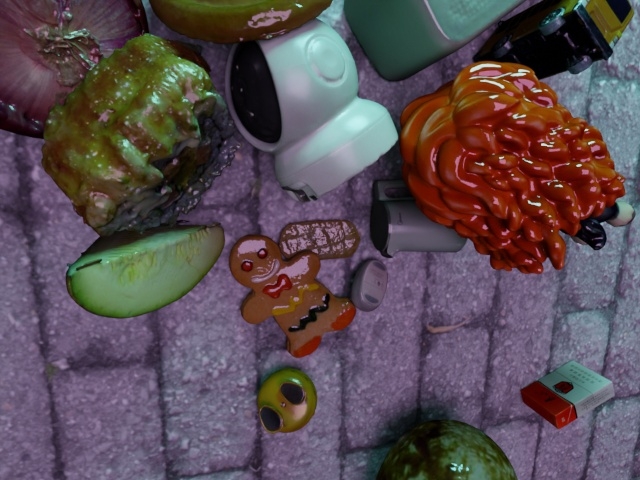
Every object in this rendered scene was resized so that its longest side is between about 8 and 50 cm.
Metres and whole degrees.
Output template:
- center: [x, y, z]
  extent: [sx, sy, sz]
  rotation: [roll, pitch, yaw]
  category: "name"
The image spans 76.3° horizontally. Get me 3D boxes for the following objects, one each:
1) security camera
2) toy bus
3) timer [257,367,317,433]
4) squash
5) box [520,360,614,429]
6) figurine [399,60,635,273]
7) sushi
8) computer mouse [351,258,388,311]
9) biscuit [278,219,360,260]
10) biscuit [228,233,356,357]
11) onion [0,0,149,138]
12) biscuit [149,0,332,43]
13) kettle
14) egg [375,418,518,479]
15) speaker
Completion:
- center: [-0.023, -0.195, 0.572]
  extent: [0.194, 0.194, 0.236]
  rotation: [-35, 108, -6]
  category: "security camera"
- center: [0.360, -0.324, 0.652]
  extent: [0.098, 0.201, 0.114]
  rotation: [39, 81, -19]
  category: "toy bus"
- center: [-0.056, 0.282, 0.726]
  extent: [0.107, 0.109, 0.107]
  rotation: [-1, 82, 7]
  category: "timer"
- center: [-0.205, 0.041, 0.534]
  extent: [0.169, 0.252, 0.093]
  rotation: [-2, 104, -16]
  category: "squash"
- center: [0.537, 0.333, 0.891]
  extent: [0.152, 0.100, 0.048]
  rotation: [-22, 104, -11]
  category: "box"
- center: [0.316, -0.113, 0.629]
  extent: [0.411, 0.241, 0.306]
  rotation: [-12, 81, -38]
  category: "figurine"
- center: [-0.206, -0.131, 0.514]
  extent: [0.139, 0.184, 0.274]
  rotation: [38, 85, 10]
  category: "sushi"
- center: [0.086, 0.081, 0.736]
  extent: [0.066, 0.039, 0.096]
  rotation: [30, 66, -28]
  category: "computer mouse"
- center: [0.000, 0.000, 0.708]
  extent: [0.147, 0.018, 0.071]
  rotation: [-4, 102, -16]
  category: "biscuit"
- center: [-0.057, 0.092, 0.691]
  extent: [0.165, 0.036, 0.250]
  rotation: [-39, 113, -2]
  category: "biscuit"
- center: [-0.328, -0.243, 0.475]
  extent: [0.161, 0.248, 0.248]
  rotation: [40, 89, 14]
  category: "onion"
- center: [-0.094, -0.343, 0.511]
  extent: [0.262, 0.037, 0.262]
  rotation: [-2, 61, 3]
  category: "biscuit"
- center: [0.169, -0.038, 0.709]
  extent: [0.148, 0.098, 0.127]
  rotation: [-1, 107, -13]
  category: "kettle"
- center: [0.222, 0.473, 0.763]
  extent: [0.289, 0.238, 0.238]
  rotation: [-37, 111, 19]
  category: "egg"
- center: [0.248, -0.424, 0.602]
  extent: [0.406, 0.184, 0.183]
  rotation: [-38, 110, -6]
  category: "speaker"
